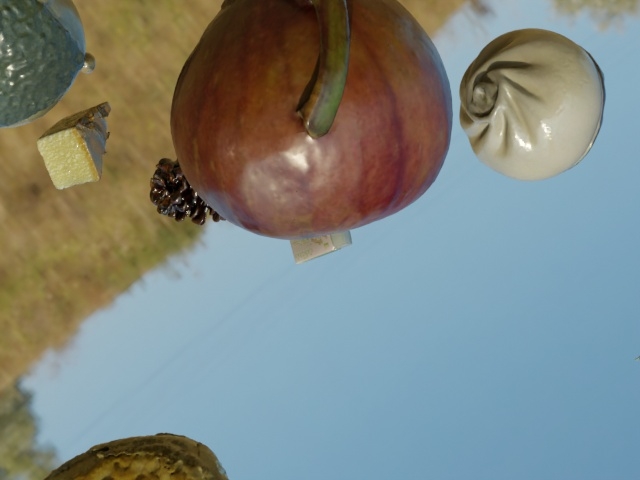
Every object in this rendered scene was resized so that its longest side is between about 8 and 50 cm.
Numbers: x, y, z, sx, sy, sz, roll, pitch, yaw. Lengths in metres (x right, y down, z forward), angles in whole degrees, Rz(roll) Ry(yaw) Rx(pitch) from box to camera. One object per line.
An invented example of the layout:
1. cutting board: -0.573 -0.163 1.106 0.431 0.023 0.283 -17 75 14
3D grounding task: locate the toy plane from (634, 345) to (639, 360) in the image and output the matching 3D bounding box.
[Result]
1. toy plane: 0.559 0.171 2.385 0.080 0.033 0.083 -42 163 -25

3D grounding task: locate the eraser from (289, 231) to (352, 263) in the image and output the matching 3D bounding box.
1. eraser: 0.000 0.000 1.750 0.083 0.038 0.019 -22 168 39

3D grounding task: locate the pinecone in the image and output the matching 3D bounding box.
1. pinecone: -0.113 -0.047 1.285 0.083 0.077 0.077 -26 179 -43

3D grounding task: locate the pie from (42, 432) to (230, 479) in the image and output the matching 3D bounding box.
1. pie: -0.230 0.367 1.600 0.339 0.077 0.339 -12 -123 20

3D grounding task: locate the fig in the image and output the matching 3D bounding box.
1. fig: -0.007 -0.098 0.951 0.205 0.205 0.205 -38 -168 10

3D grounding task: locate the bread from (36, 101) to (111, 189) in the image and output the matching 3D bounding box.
1. bread: -0.319 -0.127 1.895 0.084 0.080 0.109 -14 -160 24

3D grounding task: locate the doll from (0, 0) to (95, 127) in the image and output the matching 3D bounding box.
1. doll: -0.426 -0.303 1.738 0.247 0.349 0.247 -22 -138 22

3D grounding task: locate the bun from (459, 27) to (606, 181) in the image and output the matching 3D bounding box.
1. bun: 0.220 -0.151 1.570 0.120 0.173 0.173 3 158 -41
